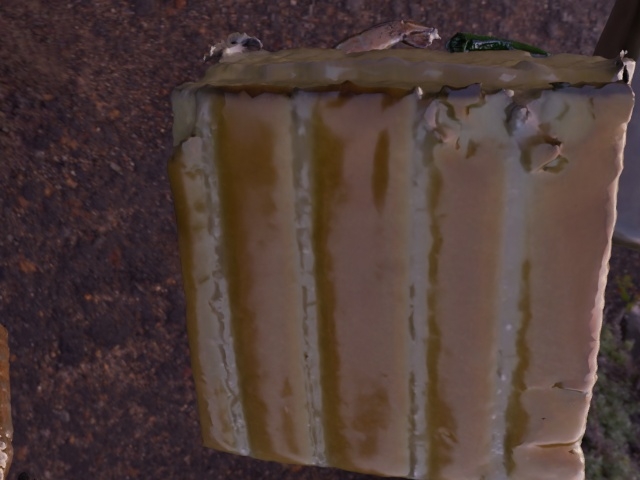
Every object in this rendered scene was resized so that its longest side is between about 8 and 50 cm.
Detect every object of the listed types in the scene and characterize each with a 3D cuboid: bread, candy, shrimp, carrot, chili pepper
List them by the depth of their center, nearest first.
[{"bbox_3d":[0.045,0.009,0.422,0.111,0.239,0.246,-56,145,-62],"label":"bread"},{"bbox_3d":[0.252,-0.108,0.549,0.104,0.102,0.234,19,103,-1],"label":"candy"},{"bbox_3d":[-0.458,0.226,0.995,0.101,0.263,0.102,-19,147,-13],"label":"carrot"},{"bbox_3d":[0.133,-0.278,1.249,0.290,0.054,0.222,18,137,-40],"label":"shrimp"},{"bbox_3d":[0.347,-0.348,1.424,0.062,0.216,0.108,-64,159,-50],"label":"chili pepper"}]

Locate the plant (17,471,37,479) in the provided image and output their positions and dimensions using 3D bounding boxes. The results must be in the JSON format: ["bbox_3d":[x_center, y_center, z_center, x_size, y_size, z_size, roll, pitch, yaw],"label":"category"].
[{"bbox_3d":[-0.229,0.248,0.587,0.092,0.094,0.143,-22,143,-1],"label":"plant"}]
